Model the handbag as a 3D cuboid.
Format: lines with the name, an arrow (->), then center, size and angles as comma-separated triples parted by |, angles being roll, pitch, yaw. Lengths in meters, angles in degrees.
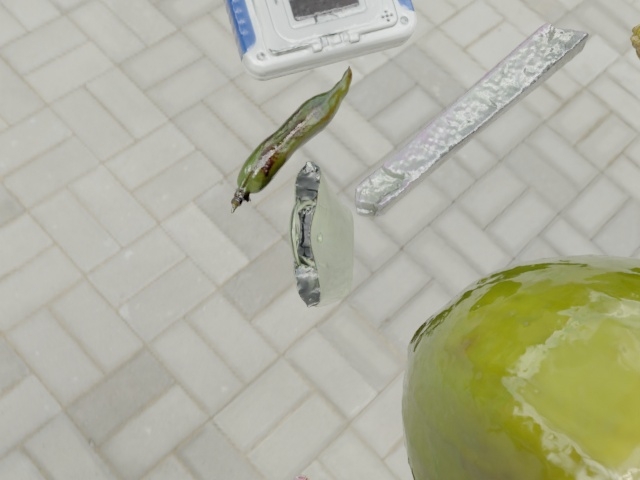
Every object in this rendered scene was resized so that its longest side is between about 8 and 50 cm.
handbag -> 0.000, 0.000, 1.407 | 0.109, 0.315, 0.241 | -1, 81, 4

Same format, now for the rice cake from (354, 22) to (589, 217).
rice cake -> 0.186, -0.155, 1.064 | 0.365, 0.072, 0.056 | -41, 80, 10

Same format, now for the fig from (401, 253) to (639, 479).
fig -> 0.220, 0.158, 0.694 | 0.343, 0.343, 0.344 | 6, 60, -11

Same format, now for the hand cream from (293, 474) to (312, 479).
hand cream -> 0.079, 0.548, 1.481 | 0.340, 0.078, 0.124 | 28, 86, -10

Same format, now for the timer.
timer -> -0.003, -0.336, 1.135 | 0.253, 0.078, 0.178 | -17, 86, -9

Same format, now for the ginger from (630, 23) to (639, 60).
ginger -> 0.453, -0.246, 0.854 | 0.236, 0.166, 0.376 | 17, 73, 9

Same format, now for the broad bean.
broad bean -> -0.053, -0.183, 1.461 | 0.339, 0.077, 0.061 | -45, 74, -5
